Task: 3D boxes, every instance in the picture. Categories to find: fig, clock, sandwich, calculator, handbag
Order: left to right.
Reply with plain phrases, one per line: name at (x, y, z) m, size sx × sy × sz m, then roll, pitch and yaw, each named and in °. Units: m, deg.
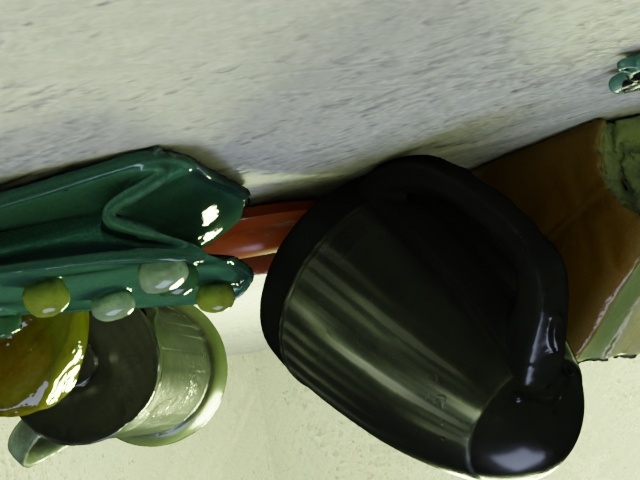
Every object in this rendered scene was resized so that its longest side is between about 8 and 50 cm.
fig at (-0.276, 0.082, 1.276) m, size 0.165 × 0.144 × 0.154 m, roll -48°, pitch -178°, yaw 45°
handbag at (-0.188, 0.021, 1.035) m, size 0.274 × 0.100 × 0.269 m, roll -12°, pitch 174°, yaw 4°
clock at (-0.042, -0.003, 1.285) m, size 0.205 × 0.051 × 0.205 m, roll -9°, pitch 173°, yaw -1°
sandwich at (0.249, -0.043, 1.218) m, size 0.155 × 0.227 × 0.198 m, roll -4°, pitch 136°, yaw -33°
calculator at (0.243, -0.114, 0.937) m, size 0.094 × 0.019 × 0.141 m, roll -15°, pitch 171°, yaw 30°

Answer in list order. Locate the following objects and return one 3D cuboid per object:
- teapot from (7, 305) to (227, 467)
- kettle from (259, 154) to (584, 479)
teapot at (-0.266, 0.169, 1.675) m, size 0.270 × 0.200 × 0.337 m, roll -42°, pitch 169°, yaw 2°
kettle at (0.115, 0.075, 1.138) m, size 0.207 × 0.251 × 0.271 m, roll 17°, pitch -161°, yaw -46°
